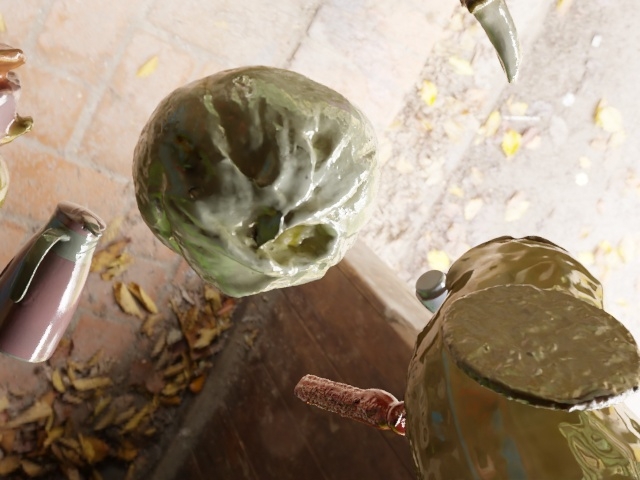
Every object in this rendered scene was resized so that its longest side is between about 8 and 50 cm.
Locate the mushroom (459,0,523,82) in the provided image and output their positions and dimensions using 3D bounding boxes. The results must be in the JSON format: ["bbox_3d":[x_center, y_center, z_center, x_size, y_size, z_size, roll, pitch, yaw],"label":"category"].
[{"bbox_3d":[0.319,-0.381,1.537,0.071,0.084,0.209,-29,122,12],"label":"mushroom"}]

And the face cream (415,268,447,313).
[{"bbox_3d":[0.271,0.122,1.970,0.091,0.091,0.095,-37,119,-3],"label":"face cream"}]

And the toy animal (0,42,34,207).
[{"bbox_3d":[-0.471,-0.126,1.089,0.196,0.169,0.281,11,103,-9],"label":"toy animal"}]

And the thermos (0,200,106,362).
[{"bbox_3d":[-0.466,0.062,1.434,0.146,0.176,0.265,33,103,2],"label":"thermos"}]

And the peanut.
[{"bbox_3d":[0.145,0.155,0.603,0.158,0.339,0.174,10,142,-40],"label":"peanut"}]

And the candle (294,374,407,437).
[{"bbox_3d":[0.051,0.232,1.216,0.051,0.329,0.048,-28,103,-25],"label":"candle"}]

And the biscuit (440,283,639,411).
[{"bbox_3d":[0.129,0.059,0.495,0.120,0.120,0.015,-7,122,-20],"label":"biscuit"}]

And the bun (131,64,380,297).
[{"bbox_3d":[-0.092,-0.063,1.204,0.365,0.219,0.365,-3,132,-3],"label":"bun"}]
